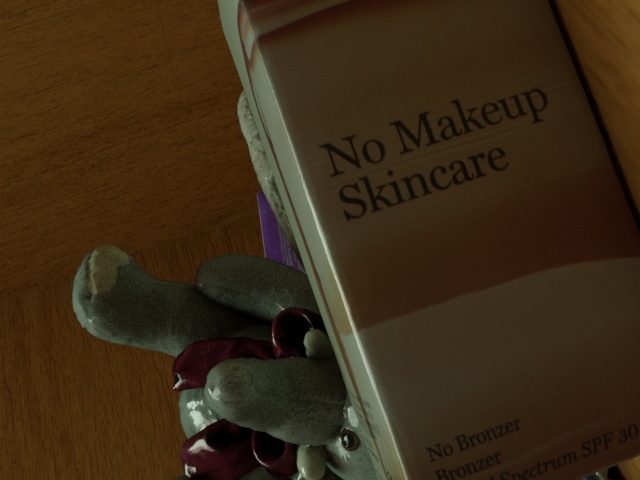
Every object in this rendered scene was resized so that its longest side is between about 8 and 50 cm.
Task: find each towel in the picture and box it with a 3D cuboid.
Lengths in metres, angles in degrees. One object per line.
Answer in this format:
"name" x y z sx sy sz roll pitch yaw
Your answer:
"towel" 0.000 0.000 0.723 0.187 0.049 0.282 -114 -2 -56

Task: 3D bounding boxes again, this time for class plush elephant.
"plush elephant" -0.011 0.123 0.536 0.255 0.330 0.272 142 132 -60

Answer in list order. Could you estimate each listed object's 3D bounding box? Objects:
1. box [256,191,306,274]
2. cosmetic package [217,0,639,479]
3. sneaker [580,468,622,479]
"box" -0.015 0.092 0.986 0.293 0.057 0.201 72 -174 -56
"cosmetic package" 0.059 -0.025 0.392 0.129 0.153 0.296 118 132 -81
"sneaker" 0.145 0.259 0.472 0.130 0.147 0.330 82 175 -62
